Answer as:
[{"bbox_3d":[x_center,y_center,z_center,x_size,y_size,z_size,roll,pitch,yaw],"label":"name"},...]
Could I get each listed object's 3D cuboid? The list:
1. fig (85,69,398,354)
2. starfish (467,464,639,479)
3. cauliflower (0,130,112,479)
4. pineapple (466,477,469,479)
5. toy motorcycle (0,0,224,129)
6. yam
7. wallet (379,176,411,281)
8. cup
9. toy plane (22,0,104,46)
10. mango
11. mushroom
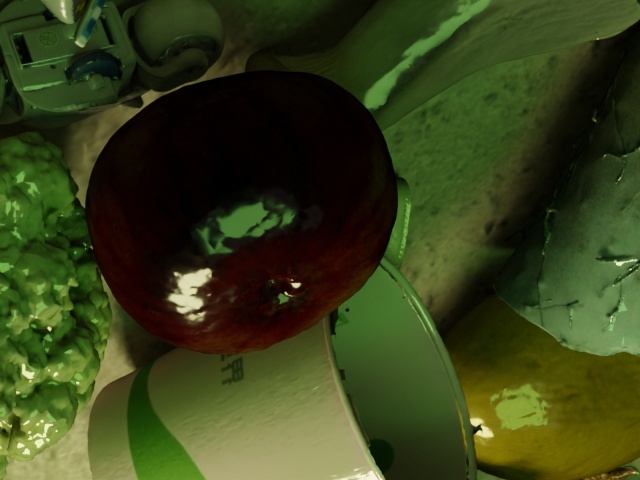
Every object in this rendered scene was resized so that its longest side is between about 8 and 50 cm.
[{"bbox_3d":[-0.062,-0.030,1.374,0.235,0.214,0.235,-1,157,0],"label":"fig"},{"bbox_3d":[0.238,0.185,1.839,0.238,0.057,0.213,-40,118,2],"label":"starfish"},{"bbox_3d":[-0.292,0.067,1.383,0.281,0.260,0.327,-1,112,-28],"label":"cauliflower"},{"bbox_3d":[0.009,0.296,1.775,0.344,0.286,0.209,-53,172,7],"label":"pineapple"},{"bbox_3d":[-0.195,-0.128,1.406,0.254,0.112,0.112,-15,128,-16],"label":"toy motorcycle"},{"bbox_3d":[0.326,-0.068,1.607,0.241,0.241,0.348,10,116,-30],"label":"yam"},{"bbox_3d":[0.000,0.000,1.601,0.155,0.039,0.110,-2,111,-23],"label":"wallet"},{"bbox_3d":[-0.037,0.163,1.553,0.274,0.253,0.253,-22,133,21],"label":"cup"},{"bbox_3d":[-0.188,-0.283,1.274,0.107,0.182,0.273,-1,129,15],"label":"toy plane"},{"bbox_3d":[0.249,0.130,1.739,0.331,0.142,0.195,-2,105,-24],"label":"mango"},{"bbox_3d":[0.100,-0.164,1.488,0.328,0.122,0.159,-29,114,-2],"label":"mushroom"}]
